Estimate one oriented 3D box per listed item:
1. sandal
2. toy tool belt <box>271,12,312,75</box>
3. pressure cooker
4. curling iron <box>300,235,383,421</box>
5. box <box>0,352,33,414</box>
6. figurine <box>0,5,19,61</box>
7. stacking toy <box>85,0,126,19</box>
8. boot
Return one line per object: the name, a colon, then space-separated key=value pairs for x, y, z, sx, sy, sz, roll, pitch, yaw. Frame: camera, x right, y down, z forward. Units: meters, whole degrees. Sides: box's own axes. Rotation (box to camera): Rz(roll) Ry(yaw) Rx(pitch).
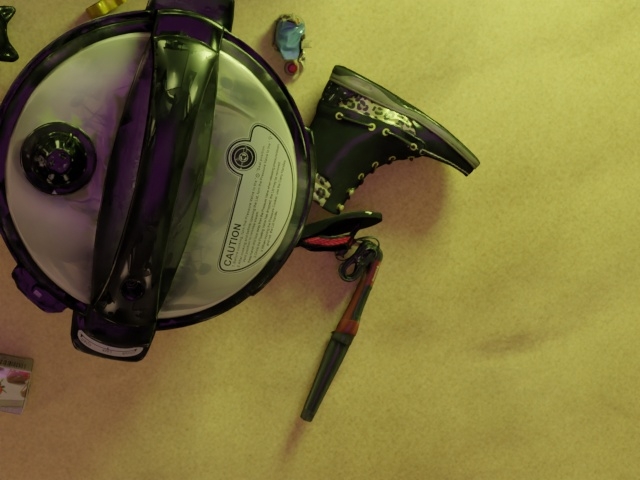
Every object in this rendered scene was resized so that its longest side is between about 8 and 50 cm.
sandal: x=0.000 y=0.000 z=1.683 sx=0.179 sy=0.067 sz=0.040 roll=-16 pitch=72 yaw=5
toy tool belt: x=-0.038 y=-0.258 z=1.644 sx=0.052 sy=0.051 sz=0.083 roll=-4 pitch=101 yaw=-9
pressure cooker: x=-0.203 y=-0.083 z=1.459 sx=0.376 sy=0.420 sz=0.369 roll=-30 pitch=103 yaw=-4
curling iron: x=0.022 y=0.120 z=1.731 sx=0.068 sy=0.035 sz=0.274 roll=17 pitch=96 yaw=-8
box: x=-0.540 y=0.162 z=1.627 sx=0.324 sy=0.067 sz=0.063 roll=12 pitch=97 yaw=-12
figurine: x=-0.478 y=-0.330 z=1.547 sx=0.210 sy=0.092 sz=0.214 roll=2 pitch=99 yaw=-18
stacking toy: x=-0.236 y=-0.406 z=1.589 sx=0.221 sy=0.052 sz=0.167 roll=-30 pitch=105 yaw=-5
boot: x=0.076 y=-0.106 z=1.678 sx=0.236 sy=0.085 sz=0.178 roll=31 pitch=97 yaw=-11
